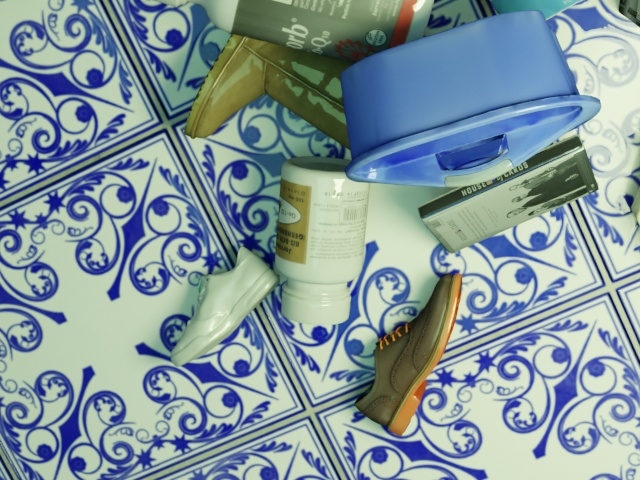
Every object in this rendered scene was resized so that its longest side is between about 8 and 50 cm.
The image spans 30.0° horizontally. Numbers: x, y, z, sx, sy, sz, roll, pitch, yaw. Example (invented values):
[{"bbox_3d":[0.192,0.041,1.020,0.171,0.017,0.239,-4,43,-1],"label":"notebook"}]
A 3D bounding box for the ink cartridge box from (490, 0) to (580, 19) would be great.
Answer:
[{"bbox_3d":[0.290,-0.447,1.537,0.198,0.197,0.270,-39,98,-28],"label":"ink cartridge box"}]

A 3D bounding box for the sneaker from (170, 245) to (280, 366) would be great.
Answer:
[{"bbox_3d":[-0.163,0.099,1.826,0.212,0.080,0.094,-44,83,7],"label":"sneaker"}]

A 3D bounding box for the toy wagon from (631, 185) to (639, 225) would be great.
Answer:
[{"bbox_3d":[0.619,-0.070,1.671,0.344,0.068,0.267,-28,113,11],"label":"toy wagon"}]

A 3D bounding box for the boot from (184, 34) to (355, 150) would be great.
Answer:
[{"bbox_3d":[-0.034,-0.191,1.729,0.269,0.089,0.236,31,105,-3],"label":"boot"}]

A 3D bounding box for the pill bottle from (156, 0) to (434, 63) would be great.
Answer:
[{"bbox_3d":[-0.035,-0.364,1.599,0.363,0.210,0.210,13,104,-6],"label":"pill bottle"}]

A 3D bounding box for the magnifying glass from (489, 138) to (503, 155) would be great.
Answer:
[{"bbox_3d":[0.232,-0.181,1.708,0.026,0.092,0.231,-36,87,17],"label":"magnifying glass"}]

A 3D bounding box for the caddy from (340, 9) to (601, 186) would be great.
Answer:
[{"bbox_3d":[0.188,-0.161,1.557,0.341,0.241,0.179,-16,81,18],"label":"caddy"}]

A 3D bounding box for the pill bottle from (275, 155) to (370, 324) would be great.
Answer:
[{"bbox_3d":[0.000,0.000,1.746,0.131,0.131,0.229,6,104,5],"label":"pill bottle"}]

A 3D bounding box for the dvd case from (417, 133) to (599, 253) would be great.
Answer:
[{"bbox_3d":[0.268,-0.060,1.685,0.238,0.179,0.030,-24,68,11],"label":"dvd case"}]

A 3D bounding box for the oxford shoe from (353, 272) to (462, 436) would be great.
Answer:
[{"bbox_3d":[0.133,0.161,1.790,0.098,0.097,0.271,25,105,6],"label":"oxford shoe"}]

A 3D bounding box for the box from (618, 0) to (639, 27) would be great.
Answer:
[{"bbox_3d":[0.498,-0.305,1.566,0.183,0.231,0.056,7,107,6],"label":"box"}]
